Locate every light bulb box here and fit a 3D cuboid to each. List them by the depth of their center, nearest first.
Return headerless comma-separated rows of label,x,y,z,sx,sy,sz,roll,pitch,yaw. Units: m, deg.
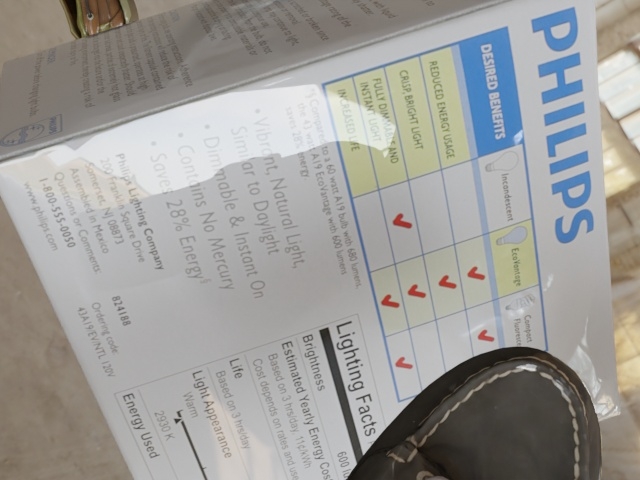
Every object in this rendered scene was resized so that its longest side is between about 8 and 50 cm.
light bulb box,0.000,0.000,0.669,0.225,0.361,0.358,-119,-168,-58

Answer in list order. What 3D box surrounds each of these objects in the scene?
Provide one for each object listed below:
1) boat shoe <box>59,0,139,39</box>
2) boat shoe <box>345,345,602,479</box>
boat shoe,-0.399,-0.460,1.419,0.307,0.104,0.111,63,-31,1
boat shoe,0.019,0.178,0.356,0.112,0.335,0.095,37,-15,10
